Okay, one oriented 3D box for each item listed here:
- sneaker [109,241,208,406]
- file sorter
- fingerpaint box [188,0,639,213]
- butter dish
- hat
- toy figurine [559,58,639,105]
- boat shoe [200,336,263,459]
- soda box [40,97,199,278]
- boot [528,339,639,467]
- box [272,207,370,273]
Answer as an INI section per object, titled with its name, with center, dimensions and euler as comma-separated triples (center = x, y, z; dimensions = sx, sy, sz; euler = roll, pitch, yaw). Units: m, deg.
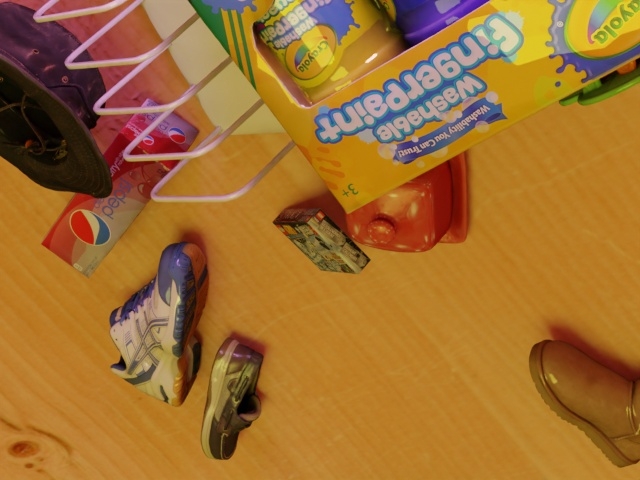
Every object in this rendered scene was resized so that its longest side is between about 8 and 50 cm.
[sneaker]
center = -0.234, 0.112, 2.053
dimensions = 0.131, 0.112, 0.296
euler = 20, 132, 9
[file sorter]
center = -0.161, -0.195, 1.692
dimensions = 0.193, 0.173, 0.278
euler = 2, 131, 48
[fingerpaint box]
center = 0.104, -0.286, 1.417
dimensions = 0.445, 0.163, 0.371
euler = -27, 108, 34
[butter dish]
center = 0.087, -0.041, 1.777
dimensions = 0.160, 0.118, 0.160
euler = 9, 131, 18
[hat]
center = -0.355, -0.198, 1.793
dimensions = 0.331, 0.134, 0.331
euler = 30, 159, 13
[toy figurine]
center = 0.277, -0.237, 1.559
dimensions = 0.159, 0.130, 0.173
euler = 58, 152, -8
[boat shoe]
center = -0.122, 0.239, 2.128
dimensions = 0.073, 0.080, 0.223
euler = 20, 128, 15
[soda box]
center = -0.264, -0.066, 1.931
dimensions = 0.083, 0.092, 0.263
euler = 37, 133, -7
[boot]
center = 0.427, 0.165, 1.823
dimensions = 0.269, 0.089, 0.236
euler = -27, 123, 38
[box]
center = 0.000, 0.000, 1.863
dimensions = 0.094, 0.027, 0.137
euler = 45, 167, -16
